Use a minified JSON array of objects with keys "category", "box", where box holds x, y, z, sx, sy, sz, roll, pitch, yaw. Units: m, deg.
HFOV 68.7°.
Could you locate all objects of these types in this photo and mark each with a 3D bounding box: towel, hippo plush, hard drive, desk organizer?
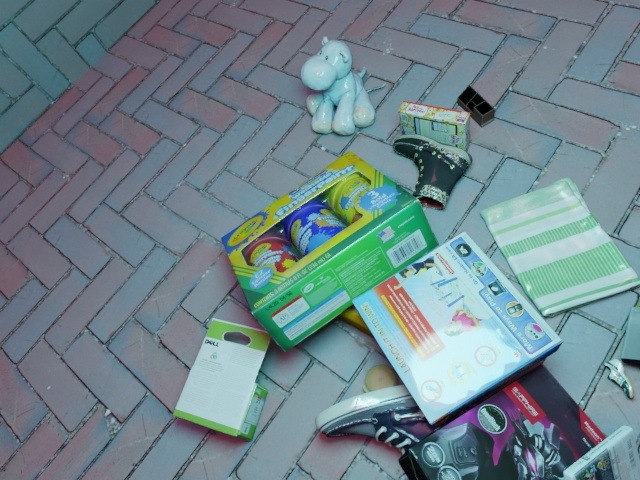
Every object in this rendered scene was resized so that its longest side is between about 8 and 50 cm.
[{"category":"towel","box":[0.583,0.010,1.160,0.248,0.038,0.324,-21,59,6]},{"category":"hippo plush","box":[0.069,-0.490,1.468,0.294,0.236,0.234,-36,58,-4]},{"category":"hard drive","box":[0.701,0.202,0.991,0.094,0.022,0.135,-8,43,51]},{"category":"desk organizer","box":[0.466,-0.406,1.411,0.047,0.050,0.130,-30,58,0]}]

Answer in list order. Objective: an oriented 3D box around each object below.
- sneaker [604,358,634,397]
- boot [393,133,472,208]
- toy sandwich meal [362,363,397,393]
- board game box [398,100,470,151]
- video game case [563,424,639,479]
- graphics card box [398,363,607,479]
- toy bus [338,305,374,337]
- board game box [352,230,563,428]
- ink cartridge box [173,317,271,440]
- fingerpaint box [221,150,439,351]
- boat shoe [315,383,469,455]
[{"category":"sneaker","box":[0.635,0.296,0.998,0.037,0.032,0.083,-21,52,19]},{"category":"boot","box":[0.287,-0.199,1.335,0.237,0.085,0.178,22,73,25]},{"category":"toy sandwich meal","box":[0.144,0.340,1.122,0.086,0.029,0.085,-7,56,11]},{"category":"board game box","box":[0.329,-0.321,1.351,0.194,0.146,0.045,19,70,24]},{"category":"video game case","box":[0.512,0.453,0.830,0.173,0.022,0.190,-20,98,-24]},{"category":"graphics card box","box":[0.364,0.420,0.890,0.371,0.094,0.232,-20,58,-22]},{"category":"toy bus","box":[0.203,0.199,1.131,0.333,0.108,0.130,27,73,27]},{"category":"board game box","box":[0.276,0.181,1.002,0.302,0.086,0.308,-32,58,-1]},{"category":"ink cartridge box","box":[-0.227,0.348,1.191,0.189,0.097,0.255,9,64,21]},{"category":"fingerpaint box","box":[0.000,0.000,1.195,0.445,0.163,0.371,-34,35,-2]},{"category":"boat shoe","box":[0.165,0.409,1.013,0.341,0.127,0.158,-17,57,2]}]
